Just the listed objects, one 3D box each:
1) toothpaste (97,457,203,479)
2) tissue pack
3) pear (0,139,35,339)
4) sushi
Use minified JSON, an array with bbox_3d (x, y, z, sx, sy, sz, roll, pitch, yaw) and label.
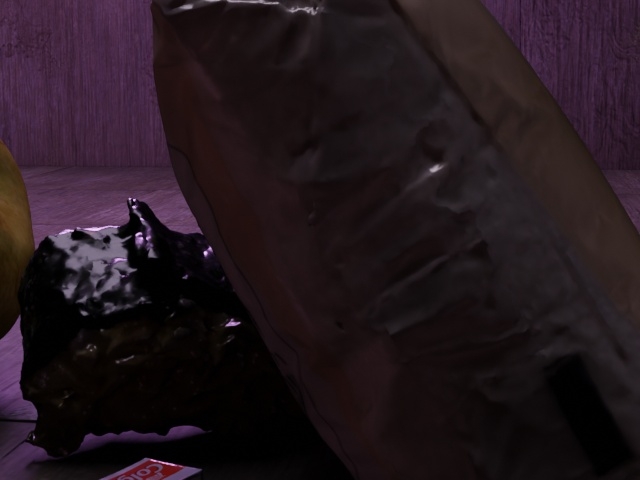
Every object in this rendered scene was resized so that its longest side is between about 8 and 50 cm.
[{"bbox_3d":[-0.125,0.142,0.578,0.047,0.040,0.196,7,10,29],"label":"toothpaste"},{"bbox_3d":[0.051,-0.026,0.750,0.195,0.390,0.375,-32,9,9],"label":"tissue pack"},{"bbox_3d":[-0.360,-0.015,0.885,0.304,0.304,0.304,0,8,0],"label":"pear"},{"bbox_3d":[-0.078,0.054,0.809,0.212,0.147,0.115,5,37,-22],"label":"sushi"}]
